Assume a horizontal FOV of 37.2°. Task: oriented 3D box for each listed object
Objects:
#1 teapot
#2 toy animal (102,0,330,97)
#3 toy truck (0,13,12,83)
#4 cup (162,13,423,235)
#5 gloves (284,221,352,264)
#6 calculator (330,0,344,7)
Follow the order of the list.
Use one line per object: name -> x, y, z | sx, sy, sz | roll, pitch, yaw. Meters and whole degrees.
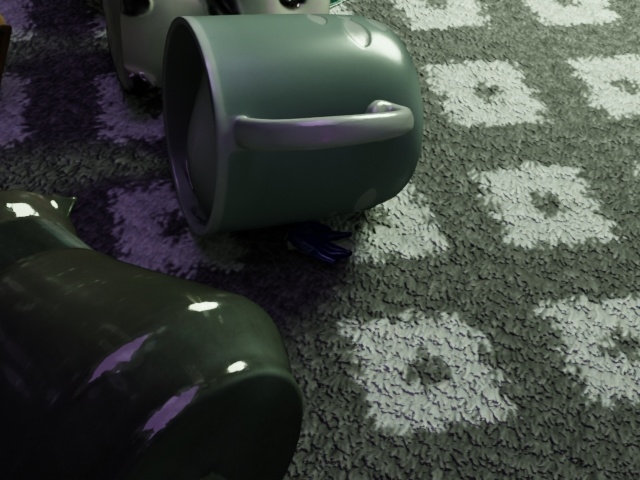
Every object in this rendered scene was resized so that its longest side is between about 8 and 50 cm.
teapot -> -0.246, 0.154, 0.862 | 0.361, 0.305, 0.376 | 32, 78, 31
toy animal -> -0.142, -0.335, 1.345 | 0.309, 0.251, 0.251 | -8, 49, -18
toy truck -> -0.596, -0.282, 1.236 | 0.338, 0.133, 0.184 | -4, 51, -33
cup -> -0.014, -0.143, 1.131 | 0.274, 0.259, 0.356 | -9, 12, -22
gloves -> 0.000, 0.000, 1.198 | 0.086, 0.026, 0.064 | 19, 43, 9
calculator -> -0.096, -0.462, 1.603 | 0.248, 0.058, 0.274 | -31, 60, -32
